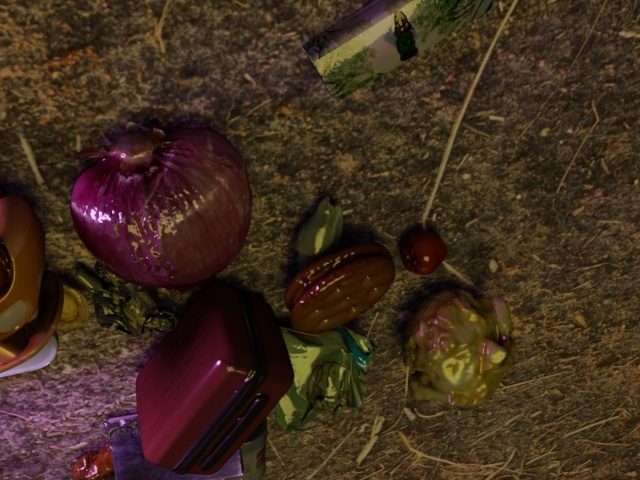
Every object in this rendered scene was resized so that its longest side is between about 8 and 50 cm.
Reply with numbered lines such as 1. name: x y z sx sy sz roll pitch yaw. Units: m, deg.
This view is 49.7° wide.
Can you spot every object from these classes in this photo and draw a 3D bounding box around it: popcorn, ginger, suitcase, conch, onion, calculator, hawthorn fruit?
1. popcorn: 0.275 0.221 1.396 0.255 0.195 0.256 -30 112 -2
2. ginger: -0.433 0.463 1.405 0.162 0.073 0.103 -17 129 -5
3. suitcase: -0.193 0.246 1.216 0.161 0.236 0.297 25 115 -33
4. conch: 0.000 0.004 1.210 0.088 0.065 0.180 8 120 -24
5. onion: -0.212 0.003 1.057 0.267 0.159 0.348 -24 135 -12
6. calculator: -0.288 0.408 1.365 0.262 0.021 0.161 -8 89 0
7. hawthorn fruit: 0.198 0.019 1.291 0.093 0.081 0.081 -29 138 -36

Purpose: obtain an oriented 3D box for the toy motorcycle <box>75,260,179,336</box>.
1. toy motorcycle: -0.338 0.105 1.173 0.124 0.061 0.193 -27 125 14

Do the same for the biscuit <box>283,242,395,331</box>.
1. biscuit: 0.039 0.087 1.247 0.221 0.066 0.220 -22 152 -12

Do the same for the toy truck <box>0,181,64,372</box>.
1. toy truck: -0.507 0.066 0.990 0.288 0.204 0.211 -30 133 4

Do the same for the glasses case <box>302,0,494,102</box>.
1. glasses case: 0.115 -0.312 1.010 0.272 0.062 0.095 -31 130 6

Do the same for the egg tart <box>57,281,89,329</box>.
1. egg tart: -0.429 0.103 1.145 0.105 0.039 0.105 1 125 1

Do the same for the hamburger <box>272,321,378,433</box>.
1. hamburger: -0.030 0.283 1.360 0.261 0.150 0.276 15 120 -27

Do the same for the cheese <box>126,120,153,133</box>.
1. cheese: -0.283 -0.120 1.040 0.067 0.026 0.120 17 119 -30

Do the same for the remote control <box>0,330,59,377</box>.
1. remote control: -0.570 0.189 1.161 0.248 0.052 0.104 -11 128 -11

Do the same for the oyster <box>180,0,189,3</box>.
1. oyster: -0.151 -0.347 0.910 0.093 0.034 0.051 -18 115 9

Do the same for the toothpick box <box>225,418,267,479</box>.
1. toothpick box: -0.162 0.435 1.461 0.101 0.101 0.153 -7 129 -14
